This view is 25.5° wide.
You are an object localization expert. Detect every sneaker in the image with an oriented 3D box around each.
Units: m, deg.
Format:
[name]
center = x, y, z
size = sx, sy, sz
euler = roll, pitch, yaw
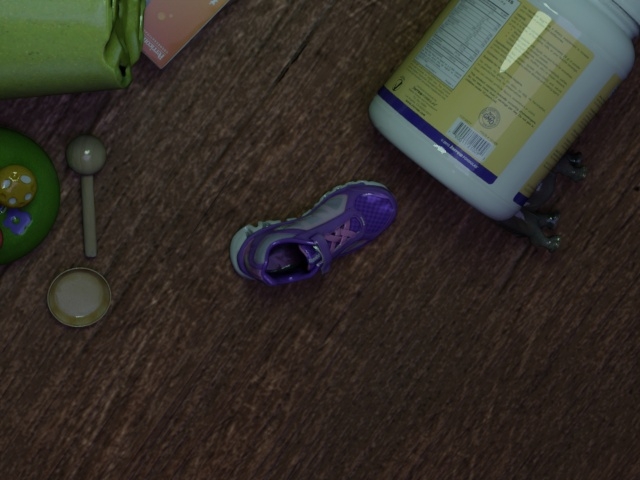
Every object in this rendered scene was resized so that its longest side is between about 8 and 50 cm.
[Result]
[sneaker]
center = 0.000, 0.000, 1.881
size = 0.236, 0.104, 0.095
euler = -23, 110, -7

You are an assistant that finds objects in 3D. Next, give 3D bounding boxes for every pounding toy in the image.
[pounding toy]
center = -0.377, -0.043, 1.752
size = 0.237, 0.110, 0.183
euler = -2, 108, -23

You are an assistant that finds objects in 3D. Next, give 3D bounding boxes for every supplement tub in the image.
[supplement tub]
center = 0.244, -0.217, 1.793
size = 0.241, 0.241, 0.331
euler = 35, 98, -22

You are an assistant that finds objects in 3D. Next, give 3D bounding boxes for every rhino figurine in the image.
[rhino figurine]
center = 0.310, -0.113, 1.939
size = 0.106, 0.073, 0.243
euler = 17, 100, -10

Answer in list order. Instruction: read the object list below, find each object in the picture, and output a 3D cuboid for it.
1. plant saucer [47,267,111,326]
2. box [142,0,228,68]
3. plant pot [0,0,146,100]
[plant saucer]
center = -0.320, 0.073, 1.871
size = 0.083, 0.015, 0.083
euler = -4, 108, -13
[box]
center = -0.188, -0.320, 1.736
size = 0.170, 0.091, 0.130
euler = -46, 112, 3
[plant pot]
center = -0.336, -0.265, 1.580
size = 0.254, 0.276, 0.276
euler = 2, 108, 5
